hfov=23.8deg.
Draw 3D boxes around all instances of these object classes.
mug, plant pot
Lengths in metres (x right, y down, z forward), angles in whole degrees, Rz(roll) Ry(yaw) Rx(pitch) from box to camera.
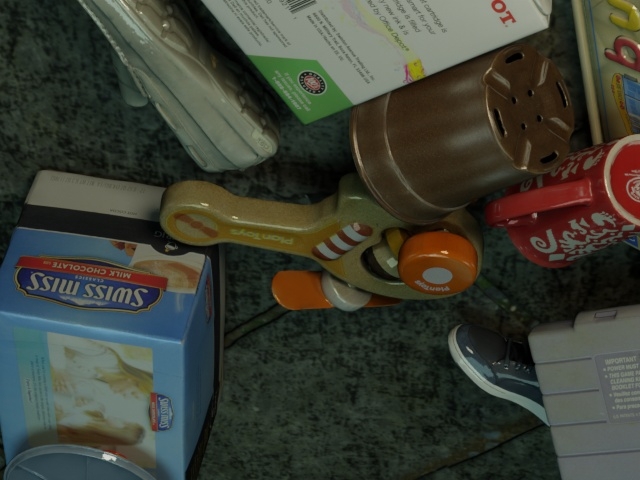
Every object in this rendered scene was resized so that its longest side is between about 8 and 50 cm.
[{"bbox_3d":[0.257,-0.031,1.485,0.113,0.150,0.169,57,154,-6],"label":"mug"},{"bbox_3d":[0.143,-0.108,1.465,0.165,0.167,0.167,-12,133,48],"label":"plant pot"}]

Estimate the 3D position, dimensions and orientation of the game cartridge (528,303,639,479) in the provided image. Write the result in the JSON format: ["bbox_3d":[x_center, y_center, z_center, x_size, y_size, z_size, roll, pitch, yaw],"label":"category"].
[{"bbox_3d":[0.416,0.172,1.639,0.355,0.068,0.230,-9,96,29],"label":"game cartridge"}]

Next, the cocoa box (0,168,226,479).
[{"bbox_3d":[-0.242,0.128,1.786,0.231,0.228,0.347,9,137,4],"label":"cocoa box"}]

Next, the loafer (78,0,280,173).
[{"bbox_3d":[-0.166,-0.179,1.539,0.111,0.112,0.319,-26,125,23],"label":"loafer"}]

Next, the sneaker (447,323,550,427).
[{"bbox_3d":[0.276,0.132,1.770,0.226,0.086,0.163,31,132,-15],"label":"sneaker"}]

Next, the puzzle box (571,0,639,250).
[{"bbox_3d":[0.360,-0.111,1.414,0.272,0.052,0.409,32,152,41],"label":"puzzle box"}]

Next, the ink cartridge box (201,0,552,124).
[{"bbox_3d":[0.050,-0.252,1.406,0.278,0.117,0.201,-20,128,30],"label":"ink cartridge box"}]

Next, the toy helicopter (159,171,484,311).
[{"bbox_3d":[0.000,0.000,1.657,0.355,0.140,0.235,9,147,-4],"label":"toy helicopter"}]

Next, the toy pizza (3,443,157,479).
[{"bbox_3d":[-0.269,0.292,1.772,0.201,0.032,0.201,6,137,6],"label":"toy pizza"}]
